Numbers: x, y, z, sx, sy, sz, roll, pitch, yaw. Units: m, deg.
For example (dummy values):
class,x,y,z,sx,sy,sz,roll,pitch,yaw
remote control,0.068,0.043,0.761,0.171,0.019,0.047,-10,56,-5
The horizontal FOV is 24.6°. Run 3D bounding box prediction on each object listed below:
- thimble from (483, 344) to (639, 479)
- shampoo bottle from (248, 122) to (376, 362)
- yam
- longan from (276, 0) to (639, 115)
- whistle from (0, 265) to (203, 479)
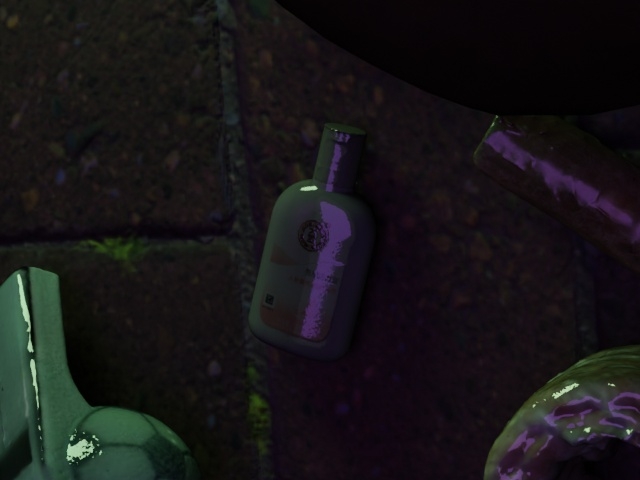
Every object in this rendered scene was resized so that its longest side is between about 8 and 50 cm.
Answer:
class,x,y,z,sx,sy,sz,roll,pitch,yaw
thimble,0.214,0.180,0.917,0.196,0.148,0.229,-36,82,23
shampoo bottle,0.000,0.000,1.036,0.080,0.040,0.165,19,105,21
yam,0.230,0.006,0.931,0.299,0.066,0.066,34,109,12
longan,0.117,-0.258,0.799,0.404,0.336,0.405,1,71,-4
whistle,-0.167,0.168,1.091,0.163,0.163,0.290,-33,49,23
